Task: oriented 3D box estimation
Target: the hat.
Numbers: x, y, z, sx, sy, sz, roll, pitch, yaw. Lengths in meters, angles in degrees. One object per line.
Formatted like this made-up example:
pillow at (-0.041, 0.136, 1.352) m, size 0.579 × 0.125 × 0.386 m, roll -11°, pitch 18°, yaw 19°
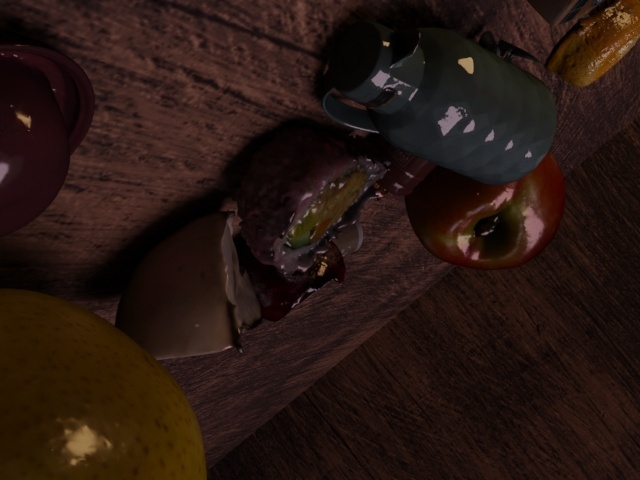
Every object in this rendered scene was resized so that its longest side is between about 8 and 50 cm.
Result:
hat at (-0.236, -0.050, 0.509) m, size 0.205 × 0.089 × 0.205 m, roll -34°, pitch 166°, yaw -10°

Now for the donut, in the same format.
donut at (0.495, -0.344, 1.324) m, size 0.190 × 0.075 × 0.174 m, roll -32°, pitch 164°, yaw -20°

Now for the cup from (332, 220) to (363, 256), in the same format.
cup at (0.001, -0.007, 1.249) m, size 0.099 × 0.102 × 0.074 m, roll -21°, pitch 120°, yaw -44°

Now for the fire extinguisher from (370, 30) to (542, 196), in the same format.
fire extinguisher at (0.178, -0.177, 1.042) m, size 0.269 × 0.105 × 0.104 m, roll -45°, pitch 163°, yaw 28°

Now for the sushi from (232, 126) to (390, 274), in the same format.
sushi at (-0.007, -0.077, 0.917) m, size 0.241 × 0.107 × 0.161 m, roll -44°, pitch 159°, yaw -21°

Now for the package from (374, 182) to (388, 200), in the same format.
package at (0.131, -0.101, 1.300) m, size 0.077 × 0.033 × 0.110 m, roll -36°, pitch 164°, yaw 35°

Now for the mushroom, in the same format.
mushroom at (-0.175, 0.053, 0.928) m, size 0.173 × 0.162 × 0.236 m, roll -7°, pitch 180°, yaw 2°

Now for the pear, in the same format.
pear at (-0.288, 0.223, 0.701) m, size 0.362 × 0.362 × 0.418 m, roll -32°, pitch -166°, yaw -20°

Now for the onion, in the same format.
onion at (-0.071, 0.047, 1.137) m, size 0.173 × 0.135 × 0.198 m, roll -27°, pitch 177°, yaw -42°

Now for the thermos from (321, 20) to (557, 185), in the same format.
thermos at (0.123, -0.159, 0.859) m, size 0.286 × 0.145 × 0.182 m, roll 14°, pitch 161°, yaw -40°

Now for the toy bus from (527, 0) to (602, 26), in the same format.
toy bus at (0.321, -0.349, 0.884) m, size 0.103 × 0.091 × 0.182 m, roll -27°, pitch 164°, yaw -36°

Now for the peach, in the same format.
peach at (0.256, -0.103, 1.194) m, size 0.248 × 0.275 × 0.245 m, roll -2°, pitch 128°, yaw 0°
